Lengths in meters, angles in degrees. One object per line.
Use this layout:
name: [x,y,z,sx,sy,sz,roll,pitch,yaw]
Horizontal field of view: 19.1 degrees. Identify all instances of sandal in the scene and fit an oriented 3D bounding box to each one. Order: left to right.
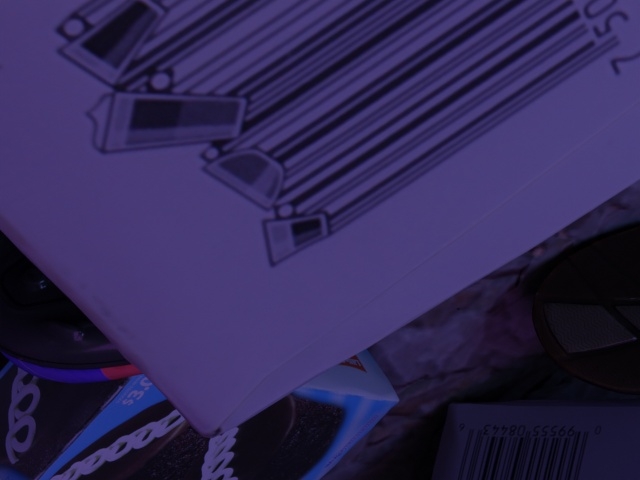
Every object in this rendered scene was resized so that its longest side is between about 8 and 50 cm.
sandal: [0.214,0.023,0.984,0.219,0.090,0.060,-23,160,-14]

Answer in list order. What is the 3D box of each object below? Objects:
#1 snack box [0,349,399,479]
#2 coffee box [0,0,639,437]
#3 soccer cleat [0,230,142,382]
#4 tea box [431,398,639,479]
snack box: [-0.131,0.153,0.918,0.322,0.060,0.187,-47,147,21]
coffee box: [-0.011,-0.233,0.424,0.338,0.334,0.337,-32,136,4]
soccer cleat: [0.000,0.000,0.776,0.318,0.108,0.116,-25,145,-35]
tea box: [0.259,0.240,0.994,0.329,0.220,0.323,-3,150,35]
